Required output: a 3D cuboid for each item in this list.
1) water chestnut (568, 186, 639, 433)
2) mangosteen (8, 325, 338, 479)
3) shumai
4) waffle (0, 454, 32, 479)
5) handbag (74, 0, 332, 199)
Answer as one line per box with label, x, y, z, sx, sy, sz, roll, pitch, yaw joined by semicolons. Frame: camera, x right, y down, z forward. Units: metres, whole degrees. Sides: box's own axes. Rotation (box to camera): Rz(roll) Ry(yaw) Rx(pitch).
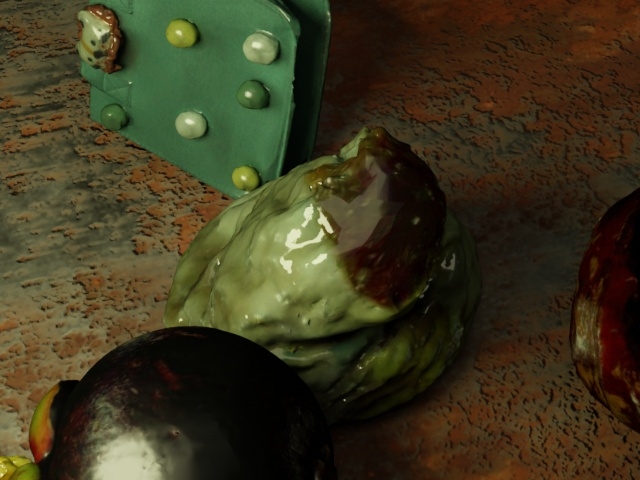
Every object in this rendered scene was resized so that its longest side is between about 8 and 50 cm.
water chestnut;0.365;0.054;0.970;0.289;0.244;0.289;-1;52;1
mangosteen;-0.137;0.210;0.861;0.302;0.275;0.275;-8;53;14
shumai;0.000;0.000;0.997;0.304;0.263;0.309;28;59;16
waffle;-0.350;0.299;0.910;0.280;0.060;0.262;-1;51;-3
handbag;-0.134;-0.182;1.124;0.274;0.269;0.100;25;48;12
